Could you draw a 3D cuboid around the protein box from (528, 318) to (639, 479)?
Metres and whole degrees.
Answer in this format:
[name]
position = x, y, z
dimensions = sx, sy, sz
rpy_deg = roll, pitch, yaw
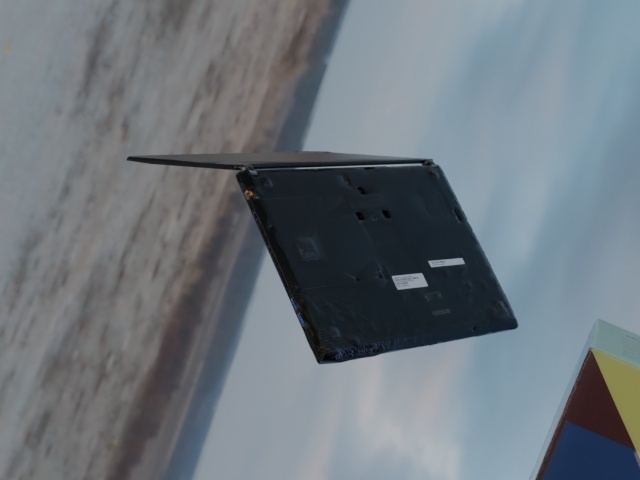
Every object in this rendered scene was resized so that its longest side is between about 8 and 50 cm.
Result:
[protein box]
position = 0.243, 0.157, 0.809
dimensions = 0.201, 0.199, 0.136
rpy_deg = -7, 119, -77

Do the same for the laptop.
[laptop]
position = 0.000, 0.000, 1.066
dimensions = 0.136, 0.234, 0.264
rpy_deg = -43, -116, 41
